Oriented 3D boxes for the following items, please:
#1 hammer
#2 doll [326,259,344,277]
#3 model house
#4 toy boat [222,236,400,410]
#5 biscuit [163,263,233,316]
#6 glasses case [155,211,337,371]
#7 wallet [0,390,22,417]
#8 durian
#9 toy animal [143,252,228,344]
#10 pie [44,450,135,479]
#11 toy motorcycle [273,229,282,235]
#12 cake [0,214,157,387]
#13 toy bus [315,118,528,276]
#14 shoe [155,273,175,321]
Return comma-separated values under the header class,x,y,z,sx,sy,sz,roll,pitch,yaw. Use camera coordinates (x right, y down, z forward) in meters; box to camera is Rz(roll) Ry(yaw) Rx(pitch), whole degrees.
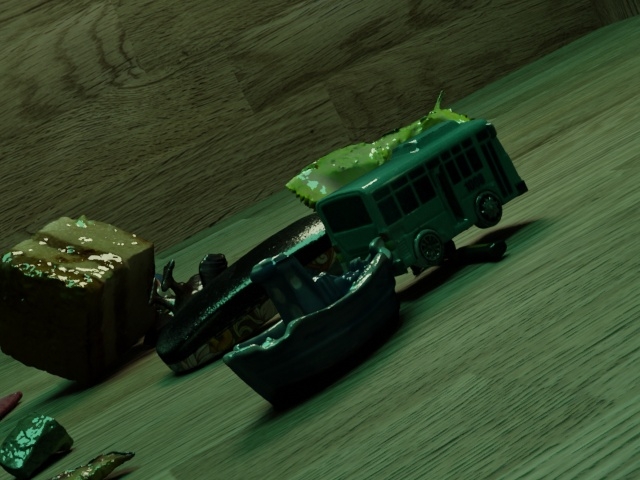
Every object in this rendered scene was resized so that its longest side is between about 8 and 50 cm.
class,x,y,z,sx,sy,sz,roll,pitch,yaw
hammer,0.176,0.018,1.606,0.078,0.021,0.201,-28,7,-19
doll,0.049,0.009,1.890,0.120,0.075,0.180,-31,6,8
model house,-0.370,0.269,1.605,0.079,0.066,0.083,-4,38,42
toy boat,-0.007,0.070,1.392,0.129,0.142,0.309,-22,9,42
biscuit,-0.148,0.066,2.294,0.302,0.043,0.278,-27,7,-9
glasses case,-0.096,0.070,1.790,0.321,0.082,0.122,-38,16,-1
wallet,-0.593,0.314,2.122,0.119,0.025,0.232,-25,7,14
durian,0.136,-0.114,2.102,0.356,0.169,0.157,-30,7,-25
toy animal,-0.204,0.107,2.111,0.180,0.116,0.218,4,-44,-43
pie,-0.285,0.270,1.351,0.170,0.034,0.092,-32,13,-34
toy motorcycle,0.000,0.000,2.156,0.124,0.061,0.193,-11,11,-22
cake,-0.384,0.079,2.108,0.196,0.198,0.293,14,30,22
toy bus,0.132,-0.055,1.618,0.256,0.147,0.128,-32,10,-35
shoe,-0.324,0.129,2.340,0.227,0.126,0.099,-92,27,-57
